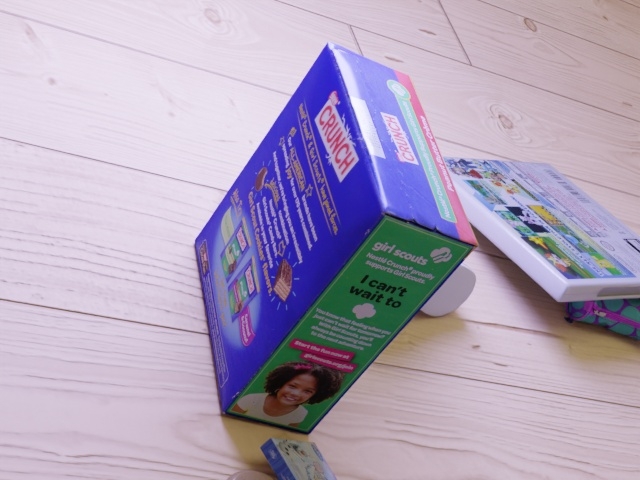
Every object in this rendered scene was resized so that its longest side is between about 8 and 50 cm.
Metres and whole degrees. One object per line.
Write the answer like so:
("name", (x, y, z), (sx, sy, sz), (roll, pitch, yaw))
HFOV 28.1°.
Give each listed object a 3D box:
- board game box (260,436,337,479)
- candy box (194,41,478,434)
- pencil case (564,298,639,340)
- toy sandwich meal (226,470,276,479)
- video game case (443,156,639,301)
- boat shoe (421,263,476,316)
("board game box", (-0.011, 0.243, 1.293), (0.090, 0.020, 0.090), (56, 18, 27))
("candy box", (0.000, 0.000, 1.353), (0.122, 0.317, 0.268), (16, 39, -28))
("pencil case", (0.424, 0.103, 1.836), (0.151, 0.065, 0.070), (17, 22, -26))
("toy sandwich meal", (-0.061, 0.262, 1.246), (0.085, 0.029, 0.086), (22, 34, -16))
("video game case", (0.340, -0.021, 1.873), (0.299, 0.036, 0.329), (0, 35, -41))
("boat shoe", (0.094, 0.004, 1.565), (0.102, 0.108, 0.301), (47, 9, 32))
